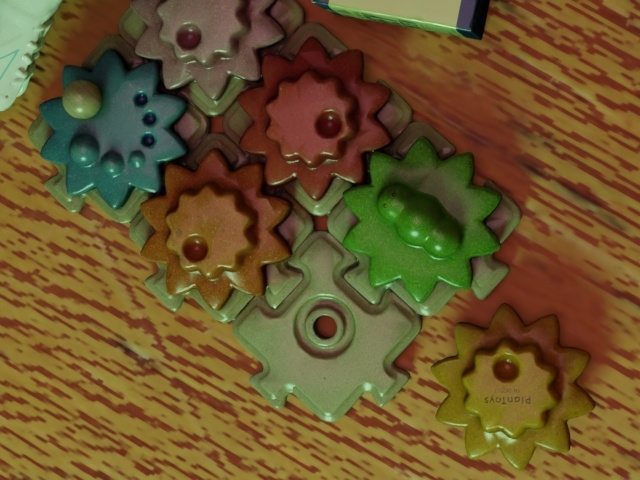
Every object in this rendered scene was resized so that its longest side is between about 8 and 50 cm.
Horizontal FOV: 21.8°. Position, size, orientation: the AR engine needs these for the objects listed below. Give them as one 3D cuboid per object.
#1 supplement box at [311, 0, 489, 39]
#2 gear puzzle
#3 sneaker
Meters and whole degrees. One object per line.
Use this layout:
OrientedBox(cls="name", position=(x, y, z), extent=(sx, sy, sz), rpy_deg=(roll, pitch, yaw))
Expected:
OrientedBox(cls="supplement box", position=(0.048, -0.152, 0.854), extent=(0.083, 0.056, 0.083), rpy_deg=(12, 94, 11))
OrientedBox(cls="gear puzzle", position=(0.000, 0.000, 0.876), extent=(0.339, 0.044, 0.175), rpy_deg=(43, 100, 7))
OrientedBox(cls="sneaker", position=(-0.173, -0.109, 0.908), extent=(0.152, 0.053, 0.061), rpy_deg=(-36, 94, 17))
